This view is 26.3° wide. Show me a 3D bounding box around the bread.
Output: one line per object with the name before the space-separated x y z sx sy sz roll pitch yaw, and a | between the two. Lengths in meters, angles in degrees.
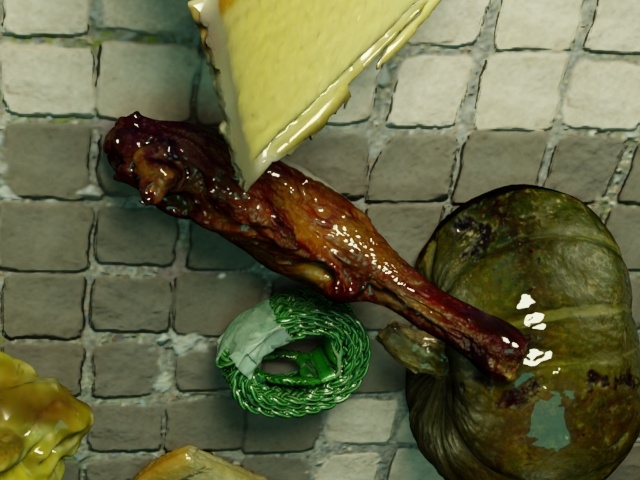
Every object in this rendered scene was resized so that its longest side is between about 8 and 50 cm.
bread | 0.063 -0.287 0.938 0.405 0.242 0.346 -19 136 6

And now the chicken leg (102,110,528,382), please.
chicken leg | 0.000 0.000 1.185 0.407 0.158 0.096 30 92 -6

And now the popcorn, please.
popcorn | -0.340 0.194 1.258 0.251 0.206 0.237 -33 114 0

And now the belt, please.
belt | -0.030 0.106 1.332 0.151 0.079 0.121 -16 121 -13

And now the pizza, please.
pizza | -0.102 0.315 1.508 0.262 0.034 0.181 21 121 -27

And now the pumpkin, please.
pumpkin | 0.178 0.130 1.298 0.242 0.232 0.325 -3 126 -7
